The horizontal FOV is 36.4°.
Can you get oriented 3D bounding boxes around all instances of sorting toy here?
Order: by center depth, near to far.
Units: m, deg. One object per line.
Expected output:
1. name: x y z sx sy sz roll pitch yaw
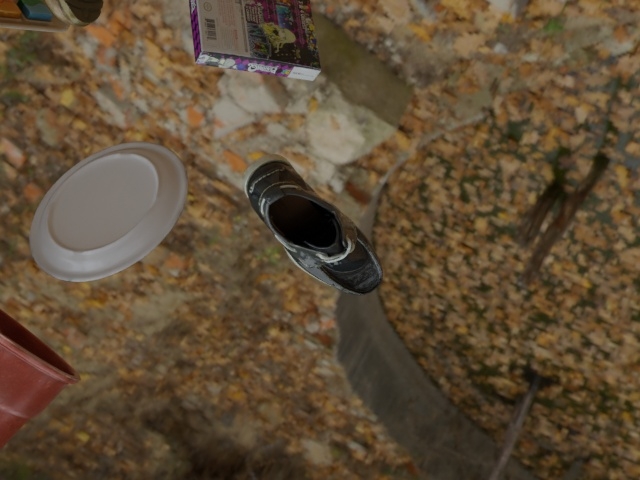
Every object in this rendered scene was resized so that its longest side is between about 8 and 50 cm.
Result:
1. sorting toy: -0.620 -0.486 1.917 0.193 0.208 0.038 52 127 20

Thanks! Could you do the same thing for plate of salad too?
1. plate of salad: -0.239 -0.031 1.113 0.200 0.199 0.048 13 150 31

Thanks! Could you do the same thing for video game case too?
1. video game case: -0.113 -0.381 1.610 0.210 0.232 0.042 3 153 -26

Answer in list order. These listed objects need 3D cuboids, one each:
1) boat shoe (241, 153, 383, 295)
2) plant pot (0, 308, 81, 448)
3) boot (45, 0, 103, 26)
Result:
1. boat shoe: 0.000 0.000 1.110 0.233 0.084 0.079 45 -178 -38
2. plant pot: -0.471 0.186 1.129 0.272 0.265 0.272 36 170 8
3. boot: -0.426 -0.350 1.298 0.270 0.236 0.089 -20 172 30
